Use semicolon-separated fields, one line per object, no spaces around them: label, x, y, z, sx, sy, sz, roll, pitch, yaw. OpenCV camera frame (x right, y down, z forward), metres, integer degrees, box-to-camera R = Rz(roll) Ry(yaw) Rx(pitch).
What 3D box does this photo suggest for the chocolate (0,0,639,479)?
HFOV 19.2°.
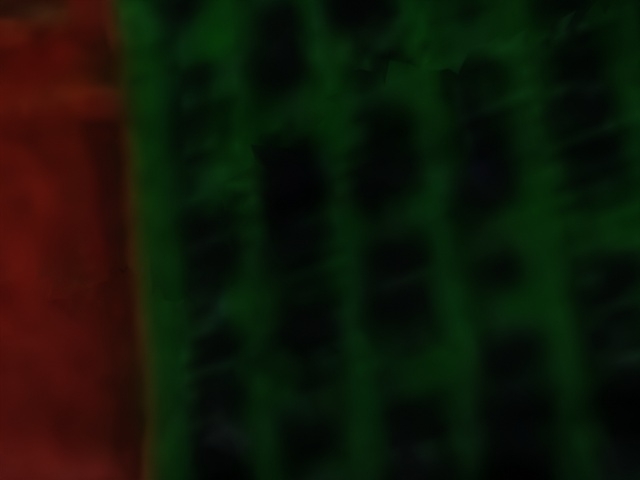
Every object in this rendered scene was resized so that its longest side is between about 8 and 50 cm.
chocolate;0.000;0.000;0.499;0.341;0.360;0.161;-15;163;30
